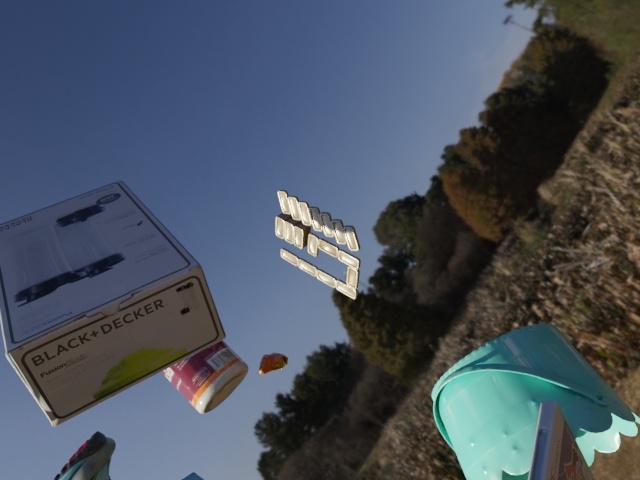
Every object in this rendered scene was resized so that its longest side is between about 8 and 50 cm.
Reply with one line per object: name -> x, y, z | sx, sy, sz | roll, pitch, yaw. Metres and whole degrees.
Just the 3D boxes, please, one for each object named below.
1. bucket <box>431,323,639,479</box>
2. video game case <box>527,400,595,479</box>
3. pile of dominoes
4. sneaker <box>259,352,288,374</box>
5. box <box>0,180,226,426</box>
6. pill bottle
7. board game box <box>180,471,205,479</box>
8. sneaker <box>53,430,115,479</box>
bucket -> 0.321, 0.274, 0.884 | 0.281, 0.183, 0.281 | -17, -38, -13
video game case -> 0.283, 0.316, 0.625 | 0.023, 0.201, 0.183 | -19, 17, 35
pile of dominoes -> 0.000, 0.000, 1.298 | 0.040, 0.251, 0.196 | -35, -38, -40
sneaker -> -0.165, 0.432, 1.988 | 0.175, 0.067, 0.064 | -14, -69, -68
box -> -0.237, 0.040, 0.588 | 0.169, 0.290, 0.087 | -26, -58, -23
pill bottle -> -0.460, 0.384, 1.950 | 0.224, 0.392, 0.224 | -44, -16, -16
board game box -> -0.303, 0.672, 1.244 | 0.336, 0.254, 0.079 | 0, -69, -64
sneaker -> -0.285, 0.366, 0.735 | 0.104, 0.125, 0.262 | -58, -12, -68
